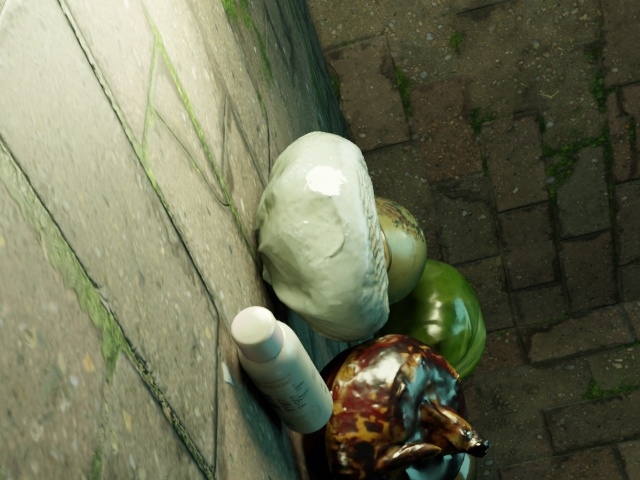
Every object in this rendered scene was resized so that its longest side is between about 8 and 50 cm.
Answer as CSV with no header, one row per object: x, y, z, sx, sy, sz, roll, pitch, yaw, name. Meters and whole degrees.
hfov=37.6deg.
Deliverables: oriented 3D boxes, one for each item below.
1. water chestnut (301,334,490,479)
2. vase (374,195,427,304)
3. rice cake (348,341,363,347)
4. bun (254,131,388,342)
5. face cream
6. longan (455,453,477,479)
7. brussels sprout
0.128,0.283,1.448,0.300,0.300,0.299,-14,90,-82,water chestnut
0.055,-0.014,1.956,0.329,0.241,0.302,50,12,21,vase
0.072,0.177,2.282,0.033,0.033,0.207,49,26,-53,rice cake
-0.001,-0.003,1.476,0.354,0.194,0.354,-12,90,-84,bun
-0.051,0.170,1.233,0.269,0.082,0.082,63,15,-55,face cream
0.200,0.432,1.783,0.212,0.198,0.198,-123,-170,-52,longan
0.248,0.230,2.333,0.276,0.315,0.371,23,81,-72,brussels sprout
